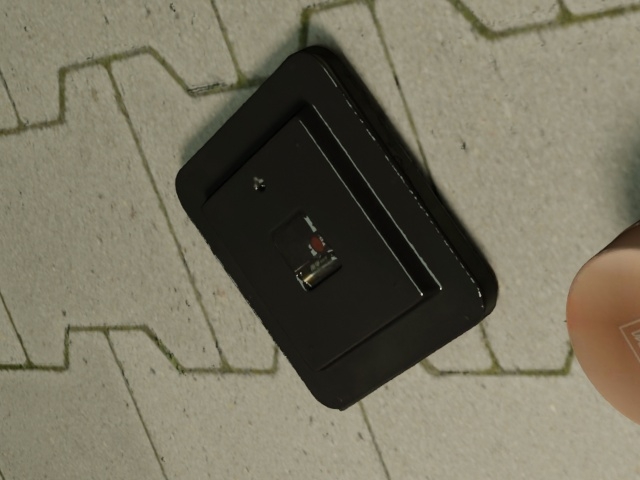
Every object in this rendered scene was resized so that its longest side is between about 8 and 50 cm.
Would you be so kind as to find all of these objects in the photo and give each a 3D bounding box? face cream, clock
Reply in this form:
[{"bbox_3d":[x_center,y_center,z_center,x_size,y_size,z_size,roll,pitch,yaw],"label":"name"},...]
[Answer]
[{"bbox_3d":[0.260,0.050,1.107,0.149,0.104,0.149,26,131,33],"label":"face cream"},{"bbox_3d":[0.000,0.000,1.389,0.273,0.049,0.279,55,140,4],"label":"clock"}]
